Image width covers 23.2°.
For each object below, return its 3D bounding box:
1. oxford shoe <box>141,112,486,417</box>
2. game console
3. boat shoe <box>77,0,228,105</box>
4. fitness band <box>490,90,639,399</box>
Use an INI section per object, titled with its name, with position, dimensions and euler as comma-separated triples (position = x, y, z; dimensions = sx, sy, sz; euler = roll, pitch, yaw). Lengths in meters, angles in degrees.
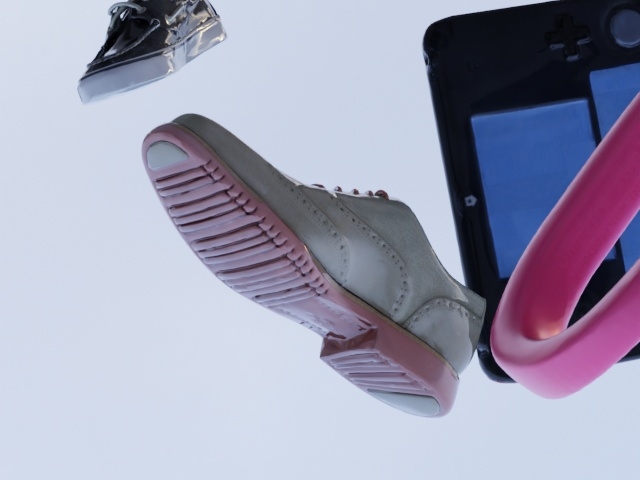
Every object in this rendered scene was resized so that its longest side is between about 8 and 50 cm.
[oxford shoe]
position = 0.000, 0.000, 1.451
dimensions = 0.140, 0.397, 0.146
euler = -5, -133, 52
[game console]
position = 0.300, -0.065, 1.641
dimensions = 0.342, 0.386, 0.060
euler = -10, 178, -14
[boat shoe]
position = -0.148, -0.168, 1.292
dimensions = 0.078, 0.070, 0.219
euler = -17, -166, 23
[fitness band]
position = 0.209, -0.028, 0.916
dimensions = 0.291, 0.054, 0.209
euler = -53, -169, -3
